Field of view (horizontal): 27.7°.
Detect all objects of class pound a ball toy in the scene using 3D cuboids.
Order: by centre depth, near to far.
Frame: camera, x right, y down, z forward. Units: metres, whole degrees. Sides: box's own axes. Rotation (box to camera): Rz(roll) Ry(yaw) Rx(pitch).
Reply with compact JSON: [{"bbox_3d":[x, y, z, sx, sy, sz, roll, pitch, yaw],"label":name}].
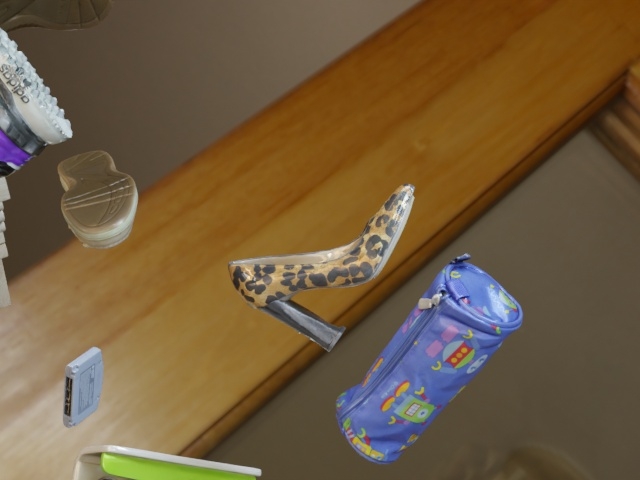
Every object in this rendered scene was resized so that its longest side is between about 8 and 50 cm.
[{"bbox_3d":[-0.257,0.424,1.928,0.135,0.319,0.208,-18,-117,52],"label":"pound a ball toy"}]

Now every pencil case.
[{"bbox_3d":[0.136,0.164,1.736,0.306,0.133,0.119,-53,-143,27],"label":"pencil case"}]

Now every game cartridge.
[{"bbox_3d":[-0.262,0.161,1.434,0.017,0.056,0.083,23,-60,24],"label":"game cartridge"}]

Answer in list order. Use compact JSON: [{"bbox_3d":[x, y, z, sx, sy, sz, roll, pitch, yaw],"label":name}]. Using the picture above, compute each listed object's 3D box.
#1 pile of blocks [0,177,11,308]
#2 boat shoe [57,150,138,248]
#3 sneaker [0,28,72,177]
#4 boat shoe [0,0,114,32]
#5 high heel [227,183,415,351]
[{"bbox_3d":[-0.469,-0.028,1.630,0.149,0.112,0.362,59,-26,22],"label":"pile of blocks"},{"bbox_3d":[-0.319,-0.042,1.881,0.302,0.109,0.098,-132,-152,-63],"label":"boat shoe"},{"bbox_3d":[-0.371,-0.176,1.203,0.293,0.146,0.102,54,4,5],"label":"sneaker"},{"bbox_3d":[-0.405,-0.316,1.573,0.110,0.341,0.122,33,-69,30],"label":"boat shoe"},{"bbox_3d":[0.000,0.000,1.776,0.186,0.261,0.093,32,7,4],"label":"high heel"}]
